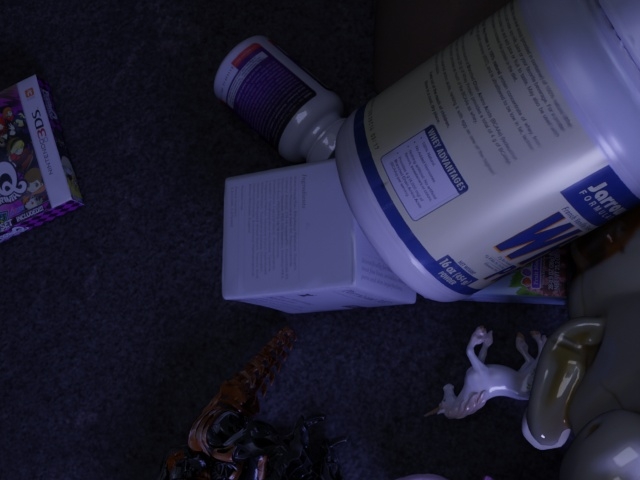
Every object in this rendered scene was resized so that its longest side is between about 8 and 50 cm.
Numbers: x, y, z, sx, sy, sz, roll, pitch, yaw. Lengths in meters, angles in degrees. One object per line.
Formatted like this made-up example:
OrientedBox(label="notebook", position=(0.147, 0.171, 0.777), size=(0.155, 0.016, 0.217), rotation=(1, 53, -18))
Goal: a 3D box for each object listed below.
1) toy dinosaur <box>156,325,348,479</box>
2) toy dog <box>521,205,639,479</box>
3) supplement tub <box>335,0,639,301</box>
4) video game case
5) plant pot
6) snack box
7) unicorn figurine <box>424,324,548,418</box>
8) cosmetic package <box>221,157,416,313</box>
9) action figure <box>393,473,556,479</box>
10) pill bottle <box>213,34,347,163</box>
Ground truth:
OrientedBox(label="toy dinosaur", position=(-0.097, 0.258, 1.021), size=(0.218, 0.164, 0.321), rotation=(7, 86, 30))
OrientedBox(label="toy dog", position=(0.342, 0.122, 0.829), size=(0.285, 0.395, 0.408), rotation=(13, 37, 0))
OrientedBox(label="supplement tub", position=(0.203, -0.106, 0.861), size=(0.325, 0.235, 0.235), rotation=(-32, 72, 26))
OrientedBox(label="video game case", position=(-0.475, -0.100, 1.238), size=(0.232, 0.042, 0.210), rotation=(-23, 73, 8))
OrientedBox(label="plant pot", position=(0.167, -0.268, 1.032), size=(0.263, 0.263, 0.229), rotation=(18, 100, 16))
OrientedBox(label="snack box", position=(0.213, -0.030, 1.042), size=(0.175, 0.070, 0.207), rotation=(3, 78, 15))
OrientedBox(label="unicorn figurine", position=(0.203, 0.159, 1.009), size=(0.162, 0.060, 0.111), rotation=(3, 78, 14))
OrientedBox(label="cosmetic package", position=(0.000, 0.000, 1.022), size=(0.184, 0.151, 0.151), rotation=(-7, 76, 32))
OrientedBox(label="action figure", position=(0.226, 0.407, 0.834), size=(0.248, 0.276, 0.370), rotation=(-35, 44, 22))
OrientedBox(label="pill bottle", position=(-0.038, -0.169, 1.113), size=(0.193, 0.108, 0.108), rotation=(43, 90, 18))
